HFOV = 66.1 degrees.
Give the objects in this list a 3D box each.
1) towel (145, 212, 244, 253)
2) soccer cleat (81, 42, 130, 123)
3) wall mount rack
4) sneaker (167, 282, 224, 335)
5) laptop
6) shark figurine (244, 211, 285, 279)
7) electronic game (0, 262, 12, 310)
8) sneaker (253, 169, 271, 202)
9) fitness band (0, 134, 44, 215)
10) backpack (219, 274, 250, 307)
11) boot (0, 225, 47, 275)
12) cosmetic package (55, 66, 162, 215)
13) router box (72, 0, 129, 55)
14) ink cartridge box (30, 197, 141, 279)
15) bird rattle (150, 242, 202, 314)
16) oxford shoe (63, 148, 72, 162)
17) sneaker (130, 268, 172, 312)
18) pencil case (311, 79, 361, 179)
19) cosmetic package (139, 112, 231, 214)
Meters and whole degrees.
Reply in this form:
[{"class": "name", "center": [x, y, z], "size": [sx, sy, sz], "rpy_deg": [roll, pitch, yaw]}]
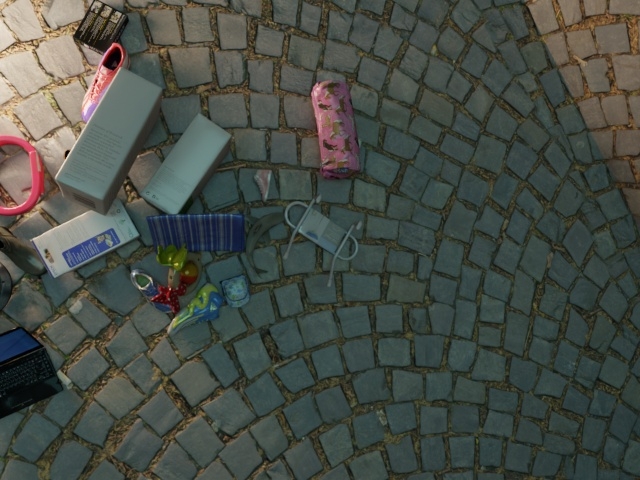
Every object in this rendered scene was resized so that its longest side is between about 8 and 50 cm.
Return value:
[{"class": "towel", "center": [-0.444, -0.020, 1.793], "size": [0.335, 0.243, 0.040], "rpy_deg": [-2, 60, -12]}, {"class": "soccer cleat", "center": [-0.802, -0.579, 1.819], "size": [0.108, 0.116, 0.319], "rpy_deg": [23, 80, -10]}, {"class": "wall mount rack", "center": [0.000, 0.000, 1.926], "size": [0.350, 0.130, 0.304], "rpy_deg": [33, 75, -14]}, {"class": "sneaker", "center": [-0.453, 0.279, 1.834], "size": [0.126, 0.091, 0.240], "rpy_deg": [41, 77, -7]}, {"class": "laptop", "center": [-1.053, 0.451, 1.660], "size": [0.234, 0.136, 0.265], "rpy_deg": [-23, 90, -13]}, {"class": "shark figurine", "center": [-0.244, -0.002, 1.897], "size": [0.166, 0.116, 0.279], "rpy_deg": [19, 79, -9]}, {"class": "electronic game", "center": [-1.192, 0.164, 1.700], "size": [0.229, 0.048, 0.230], "rpy_deg": [1, 85, -11]}, {"class": "sneaker", "center": [-0.236, -0.219, 1.949], "size": [0.070, 0.051, 0.135], "rpy_deg": [9, 80, -10]}, {"class": "fitness band", "center": [-1.108, -0.232, 1.756], "size": [0.208, 0.054, 0.291], "rpy_deg": [-6, 85, -10]}, {"class": "backpack", "center": [-0.320, 0.197, 1.875], "size": [0.104, 0.084, 0.115], "rpy_deg": [-16, 91, -11]}, {"class": "boot", "center": [-1.061, 0.033, 1.683], "size": [0.246, 0.161, 0.083], "rpy_deg": [41, 78, -6]}, {"class": "cosmetic package", "center": [-0.726, -0.339, 1.718], "size": [0.161, 0.230, 0.454], "rpy_deg": [26, 70, -15]}, {"class": "router box", "center": [-0.832, -0.806, 1.869], "size": [0.133, 0.046, 0.179], "rpy_deg": [25, 80, -10]}, {"class": "ink cartridge box", "center": [-0.844, -0.008, 1.787], "size": [0.332, 0.065, 0.166], "rpy_deg": [-29, 92, -15]}, {"class": "bird rattle", "center": [-0.499, 0.133, 1.787], "size": [0.143, 0.207, 0.254], "rpy_deg": [2, 97, 26]}, {"class": "oxford shoe", "center": [-0.887, -0.231, 1.792], "size": [0.076, 0.076, 0.212], "rpy_deg": [-24, 92, -15]}, {"class": "sneaker", "center": [-0.620, 0.190, 1.809], "size": [0.211, 0.081, 0.080], "rpy_deg": [43, 76, -8]}, {"class": "pencil case", "center": [0.061, -0.444, 1.983], "size": [0.160, 0.167, 0.387], "rpy_deg": [-8, 86, 22]}, {"class": "cosmetic package", "center": [-0.491, -0.262, 1.822], "size": [0.155, 0.197, 0.366], "rpy_deg": [34, 80, -7]}]
